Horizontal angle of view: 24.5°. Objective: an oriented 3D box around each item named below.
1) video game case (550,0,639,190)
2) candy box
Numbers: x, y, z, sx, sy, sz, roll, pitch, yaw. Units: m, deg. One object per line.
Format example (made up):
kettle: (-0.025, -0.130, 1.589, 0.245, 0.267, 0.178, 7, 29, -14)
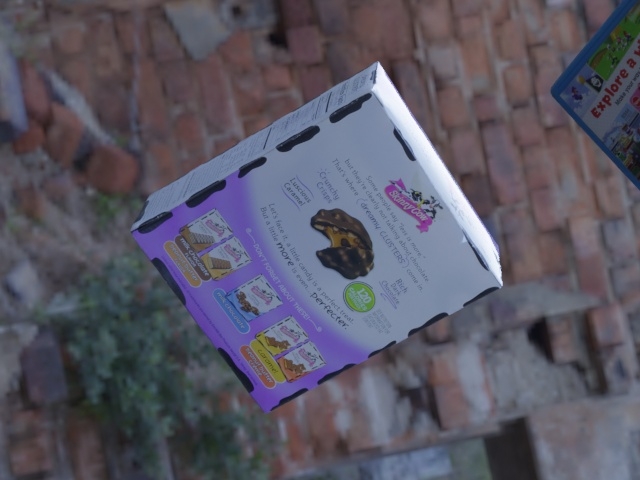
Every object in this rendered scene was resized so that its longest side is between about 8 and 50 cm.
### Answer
video game case: (0.173, -0.032, 0.553, 0.166, 0.015, 0.119, 49, -36, 10)
candy box: (0.000, 0.000, 1.009, 0.165, 0.196, 0.070, 56, 17, -17)
